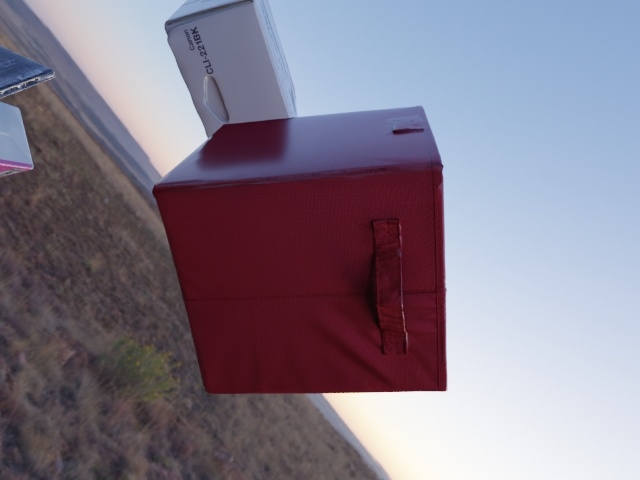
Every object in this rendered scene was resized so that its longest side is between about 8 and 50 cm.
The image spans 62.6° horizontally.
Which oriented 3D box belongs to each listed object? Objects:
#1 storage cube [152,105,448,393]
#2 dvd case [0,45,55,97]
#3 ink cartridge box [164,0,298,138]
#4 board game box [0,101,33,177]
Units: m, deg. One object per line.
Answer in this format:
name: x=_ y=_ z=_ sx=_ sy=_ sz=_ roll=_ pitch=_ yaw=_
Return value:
storage cube: x=0.000 y=0.000 z=0.447 sx=0.215 sy=0.193 sz=0.183 roll=-75 pitch=160 yaw=-63
dvd case: x=-0.587 y=-0.286 z=0.869 sx=0.221 sy=0.164 sz=0.018 roll=27 pitch=-46 yaw=15
ink cartridge box: x=-0.111 y=-0.249 z=0.748 sx=0.272 sy=0.114 sz=0.196 roll=-96 pitch=170 yaw=-57
board game box: x=-0.557 y=-0.102 z=0.629 sx=0.224 sy=0.304 sz=0.097 roll=-36 pitch=114 yaw=-86
